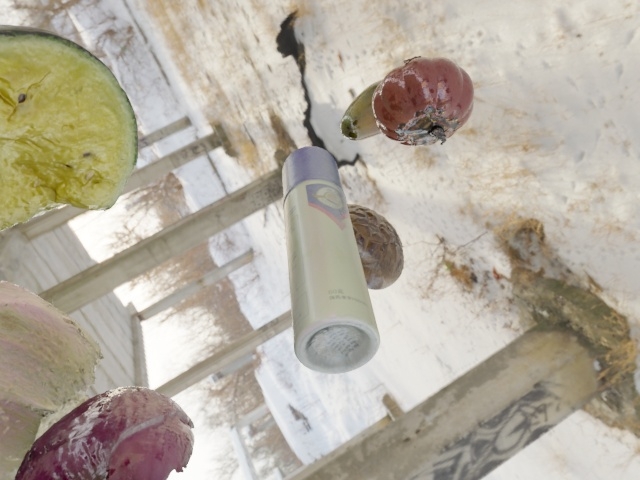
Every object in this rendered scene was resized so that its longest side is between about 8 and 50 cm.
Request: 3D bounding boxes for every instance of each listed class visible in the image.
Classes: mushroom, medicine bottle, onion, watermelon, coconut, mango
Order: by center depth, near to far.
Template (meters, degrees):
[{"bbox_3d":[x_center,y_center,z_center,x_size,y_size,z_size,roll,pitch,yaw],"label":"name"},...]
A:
[{"bbox_3d":[0.000,0.000,0.426,0.231,0.059,0.059,-99,-9,-51],"label":"medicine bottle"},{"bbox_3d":[-0.300,0.310,0.680,0.159,0.267,0.348,50,157,-12],"label":"onion"},{"bbox_3d":[-0.440,-0.146,0.691,0.189,0.331,0.331,31,155,29],"label":"watermelon"},{"bbox_3d":[-0.637,0.253,0.884,0.405,0.404,0.405,57,169,18],"label":"coconut"},{"bbox_3d":[0.148,-0.320,1.229,0.111,0.267,0.133,54,153,11],"label":"mango"},{"bbox_3d":[0.094,0.008,1.243,0.253,0.153,0.253,27,-152,-16],"label":"mushroom"}]

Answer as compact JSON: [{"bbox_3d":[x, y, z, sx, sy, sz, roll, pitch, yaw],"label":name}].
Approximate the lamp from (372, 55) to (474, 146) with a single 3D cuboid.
[{"bbox_3d":[0.181,-0.234,0.904,0.182,0.181,0.140,88,180,-68],"label":"lamp"}]
